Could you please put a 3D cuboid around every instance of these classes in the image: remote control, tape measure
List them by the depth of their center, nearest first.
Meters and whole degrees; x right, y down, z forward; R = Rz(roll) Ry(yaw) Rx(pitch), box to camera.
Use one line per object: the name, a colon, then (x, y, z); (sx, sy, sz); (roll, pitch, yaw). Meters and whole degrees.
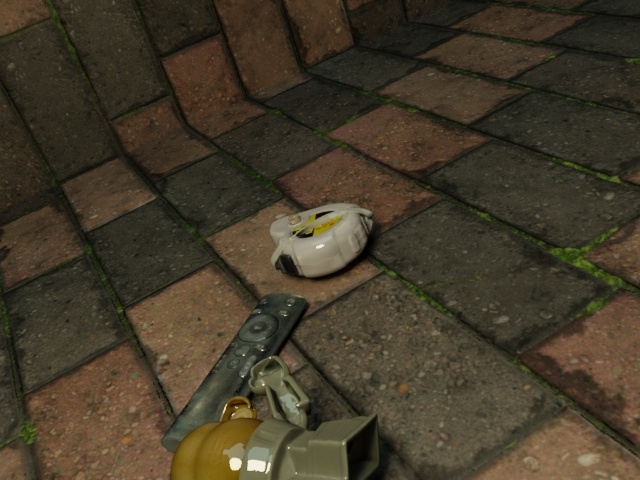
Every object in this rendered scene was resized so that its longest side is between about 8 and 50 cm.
remote control: (-0.145, 0.228, 1.254); (0.107, 0.044, 0.377); (4, 38, 27)
tape measure: (0.000, 0.000, 1.460); (0.236, 0.120, 0.197); (-16, 24, 14)

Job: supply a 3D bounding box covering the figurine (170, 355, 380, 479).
figurine: (-0.078, 0.321, 0.946); (0.284, 0.167, 0.342); (-2, 31, 23)
